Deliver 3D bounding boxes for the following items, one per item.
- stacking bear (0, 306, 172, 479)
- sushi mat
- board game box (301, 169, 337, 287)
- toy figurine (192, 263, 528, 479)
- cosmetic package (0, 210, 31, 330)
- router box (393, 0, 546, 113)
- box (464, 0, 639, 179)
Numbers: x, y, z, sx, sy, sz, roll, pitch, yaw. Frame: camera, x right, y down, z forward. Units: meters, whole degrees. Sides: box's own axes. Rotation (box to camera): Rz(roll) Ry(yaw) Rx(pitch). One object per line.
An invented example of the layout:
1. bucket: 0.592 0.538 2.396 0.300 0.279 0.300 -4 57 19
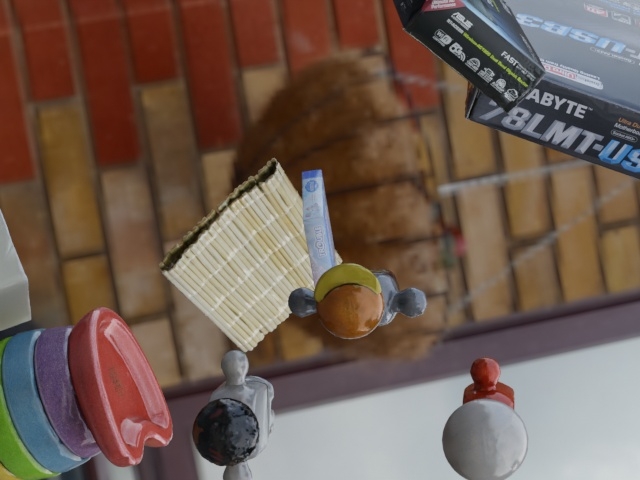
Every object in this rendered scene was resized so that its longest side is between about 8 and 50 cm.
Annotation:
1. stacking bear: -0.328 0.189 1.826 0.175 0.289 0.164 -20 90 -77
2. sushi mat: -0.063 0.023 1.773 0.019 0.151 0.316 47 -3 21
3. board game box: 0.000 0.000 1.474 0.090 0.020 0.090 -91 172 -62
4. toy figurine: 0.026 0.136 1.269 0.209 0.213 0.148 48 8 1
5. cosmetic package: -0.466 0.050 1.823 0.129 0.296 0.153 105 -36 -66
6. router box: 0.090 -0.144 1.131 0.038 0.092 0.122 -46 -156 17
7. box: 0.285 -0.151 1.630 0.293 0.295 0.073 -75 -176 -62
